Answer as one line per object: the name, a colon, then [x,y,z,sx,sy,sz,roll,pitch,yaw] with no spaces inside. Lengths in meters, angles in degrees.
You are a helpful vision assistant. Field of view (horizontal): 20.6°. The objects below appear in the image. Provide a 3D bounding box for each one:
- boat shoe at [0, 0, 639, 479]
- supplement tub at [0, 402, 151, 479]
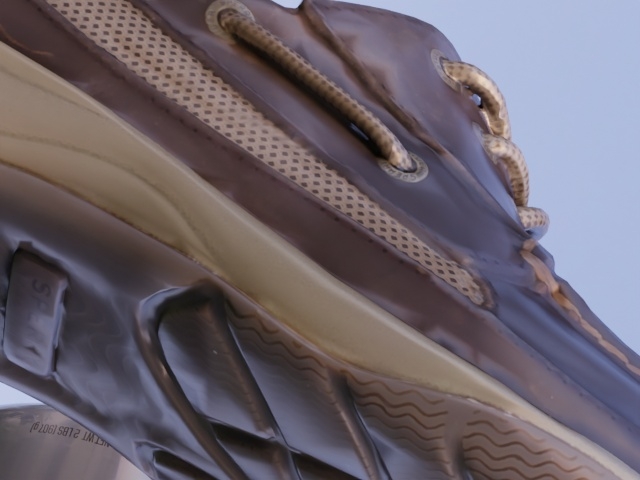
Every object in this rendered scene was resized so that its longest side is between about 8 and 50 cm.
boat shoe: [0.000,0.000,0.436,0.130,0.355,0.132,-55,177,-32]
supplement tub: [-0.174,0.272,0.962,0.207,0.207,0.338,-27,-148,38]
